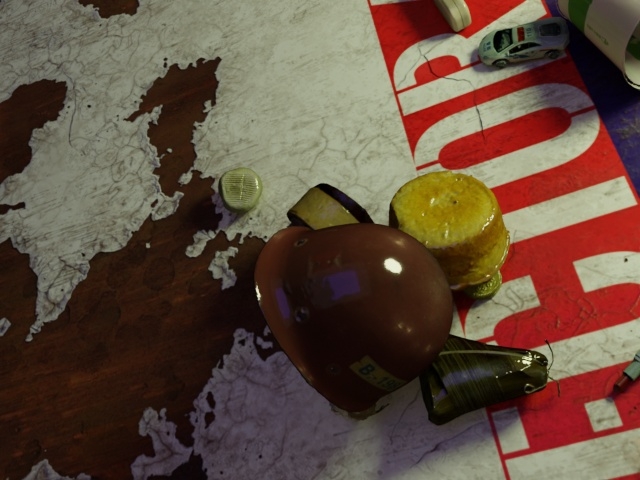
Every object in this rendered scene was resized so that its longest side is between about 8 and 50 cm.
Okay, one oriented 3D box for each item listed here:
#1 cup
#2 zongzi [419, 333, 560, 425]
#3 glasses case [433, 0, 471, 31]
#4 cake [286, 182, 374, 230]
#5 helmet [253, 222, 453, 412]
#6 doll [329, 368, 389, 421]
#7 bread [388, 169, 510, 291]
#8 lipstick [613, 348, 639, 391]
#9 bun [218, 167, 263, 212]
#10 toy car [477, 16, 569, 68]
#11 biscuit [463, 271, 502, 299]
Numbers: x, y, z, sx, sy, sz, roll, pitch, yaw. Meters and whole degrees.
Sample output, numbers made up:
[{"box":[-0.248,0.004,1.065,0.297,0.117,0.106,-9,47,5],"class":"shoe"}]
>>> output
[{"box":[0.647,-0.485,1.421,0.253,0.253,0.274,-34,51,3],"class":"cup"},{"box":[0.292,0.203,1.300,0.248,0.111,0.241,-17,47,6],"class":"zongzi"},{"box":[0.310,-0.599,1.704,0.050,0.083,0.196,-27,59,6],"class":"glasses case"},{"box":[0.000,0.000,1.452,0.185,0.208,0.178,44,72,-9],"class":"cake"},{"box":[0.098,0.098,1.196,0.230,0.385,0.337,-23,47,30],"class":"helmet"},{"box":[0.065,0.245,1.360,0.115,0.105,0.221,-8,63,2],"class":"doll"},{"box":[0.254,-0.023,1.386,0.268,0.145,0.268,-11,47,12],"class":"bread"},{"box":[0.560,0.220,1.214,0.129,0.030,0.030,-46,57,-4],"class":"lipstick"},{"box":[-0.193,-0.120,1.676,0.115,0.069,0.115,-1,79,6],"class":"bun"},{"box":[0.464,-0.456,1.584,0.205,0.056,0.095,-5,64,19],"class":"toy car"},{"box":[0.322,0.079,1.388,0.084,0.023,0.084,-10,61,18],"class":"biscuit"}]
